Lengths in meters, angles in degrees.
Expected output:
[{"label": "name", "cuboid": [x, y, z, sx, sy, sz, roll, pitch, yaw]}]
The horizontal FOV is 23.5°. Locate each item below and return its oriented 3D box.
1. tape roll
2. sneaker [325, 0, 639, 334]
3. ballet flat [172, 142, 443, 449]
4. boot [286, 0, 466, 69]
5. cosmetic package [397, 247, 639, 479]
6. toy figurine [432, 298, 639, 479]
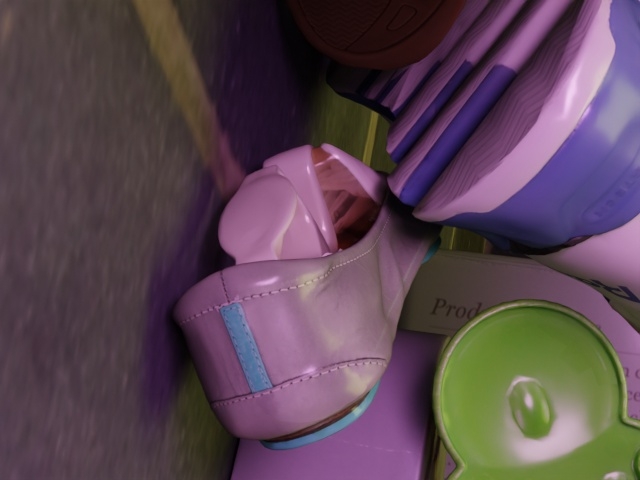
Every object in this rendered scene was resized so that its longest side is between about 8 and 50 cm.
[{"label": "tape roll", "cuboid": [0.008, 0.145, 0.664, 0.219, 0.072, 0.219, 8, 90, -82]}, {"label": "sneaker", "cuboid": [0.113, -0.040, 0.614, 0.127, 0.182, 0.315, -48, -162, 17]}, {"label": "ballet flat", "cuboid": [0.000, 0.000, 0.522, 0.068, 0.072, 0.213, 64, 14, -11]}, {"label": "boot", "cuboid": [0.033, -0.185, 0.549, 0.165, 0.077, 0.213, -75, 169, -54]}, {"label": "cosmetic package", "cuboid": [0.216, 0.221, 1.239, 0.327, 0.329, 0.394, 17, 81, -80]}, {"label": "toy figurine", "cuboid": [0.083, 0.109, 0.627, 0.159, 0.130, 0.173, 150, -77, -84]}]
